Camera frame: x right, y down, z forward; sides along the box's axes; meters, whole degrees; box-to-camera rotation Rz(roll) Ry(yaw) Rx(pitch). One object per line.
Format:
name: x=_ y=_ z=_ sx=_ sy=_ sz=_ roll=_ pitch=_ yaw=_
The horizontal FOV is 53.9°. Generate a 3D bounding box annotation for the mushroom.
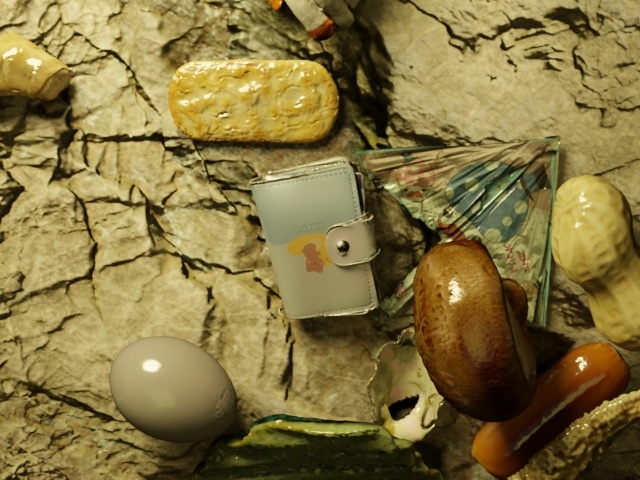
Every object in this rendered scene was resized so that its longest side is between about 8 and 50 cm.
mushroom: x=0.208 y=0.121 z=0.849 sx=0.153 sy=0.253 sz=0.253 roll=-21 pitch=102 yaw=20

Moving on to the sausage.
sausage: x=0.349 y=0.261 z=0.959 sx=0.105 sy=0.105 sz=0.274 roll=43 pitch=102 yaw=-8

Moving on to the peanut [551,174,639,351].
peanut: x=0.409 y=0.039 z=0.894 sx=0.125 sy=0.111 sz=0.274 roll=-35 pitch=100 yaw=-26

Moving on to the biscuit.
biscuit: x=-0.096 y=-0.198 z=0.901 sx=0.247 sy=0.029 sz=0.118 roll=0 pitch=103 yaw=2

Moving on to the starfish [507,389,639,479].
starfish: x=0.348 y=0.384 z=0.934 sx=0.432 sy=0.082 sz=0.324 roll=-33 pitch=127 yaw=10

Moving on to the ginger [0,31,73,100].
ginger: x=-0.445 y=-0.234 z=0.884 sx=0.190 sy=0.069 sz=0.095 roll=-11 pitch=124 yaw=3

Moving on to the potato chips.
potato chips: x=-0.018 y=0.408 z=0.991 sx=0.429 sy=0.070 sz=0.358 roll=-11 pitch=119 yaw=12

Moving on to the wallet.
wallet: x=0.000 y=0.000 z=0.927 sx=0.170 sy=0.069 sz=0.231 roll=-9 pitch=108 yaw=8

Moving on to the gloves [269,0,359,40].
gloves: x=-0.011 y=-0.376 z=0.811 sx=0.140 sy=0.131 sz=0.219 roll=-6 pitch=94 yaw=5

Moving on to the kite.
kite: x=0.218 y=-0.022 z=0.942 sx=0.406 sy=0.014 sz=0.368 roll=42 pitch=101 yaw=-8

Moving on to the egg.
egg: x=-0.218 y=0.225 z=0.942 sx=0.198 sy=0.146 sz=0.146 roll=35 pitch=102 yaw=-13

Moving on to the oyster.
oyster: x=0.131 y=0.231 z=0.976 sx=0.133 sy=0.072 sz=0.209 roll=-10 pitch=100 yaw=-11
